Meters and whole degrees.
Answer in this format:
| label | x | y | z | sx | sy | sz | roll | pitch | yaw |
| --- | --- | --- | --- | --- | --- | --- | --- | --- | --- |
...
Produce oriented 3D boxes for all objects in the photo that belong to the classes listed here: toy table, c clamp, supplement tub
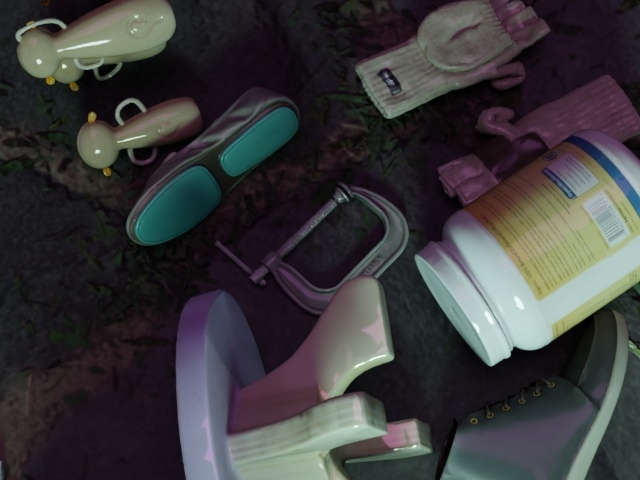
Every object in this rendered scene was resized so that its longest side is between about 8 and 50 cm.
| label | x | y | z | sx | sy | sz | roll | pitch | yaw |
| --- | --- | --- | --- | --- | --- | --- | --- | --- | --- |
| toy table | -0.009 | 0.161 | 0.886 | 0.160 | 0.252 | 0.274 | -14 | 83 | 13 |
| c clamp | 0.000 | 0.000 | 1.056 | 0.160 | 0.022 | 0.137 | -39 | 72 | -13 |
| supplement tub | 0.200 | 0.008 | 0.975 | 0.199 | 0.144 | 0.144 | -33 | 71 | -4 |

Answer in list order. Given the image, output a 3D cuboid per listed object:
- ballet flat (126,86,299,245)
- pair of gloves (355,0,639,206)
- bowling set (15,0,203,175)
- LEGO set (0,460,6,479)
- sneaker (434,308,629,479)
| label | x | y | z | sx | sy | sz | roll | pitch | yaw |
| --- | --- | --- | --- | --- | --- | --- | --- | --- | --- |
| ballet flat | -0.113 | -0.075 | 1.075 | 0.213 | 0.072 | 0.068 | -40 | 45 | -14 |
| pair of gloves | 0.178 | -0.138 | 1.098 | 0.204 | 0.042 | 0.240 | -35 | 69 | -8 |
| bowling set | -0.238 | -0.222 | 1.094 | 0.154 | 0.287 | 0.200 | -19 | 25 | -14 |
| LEGO set | -0.390 | 0.196 | 0.952 | 0.227 | 0.087 | 0.093 | -1 | 68 | 0 |
| sneaker | 0.187 | 0.143 | 0.954 | 0.118 | 0.083 | 0.222 | 24 | 72 | 4 |
